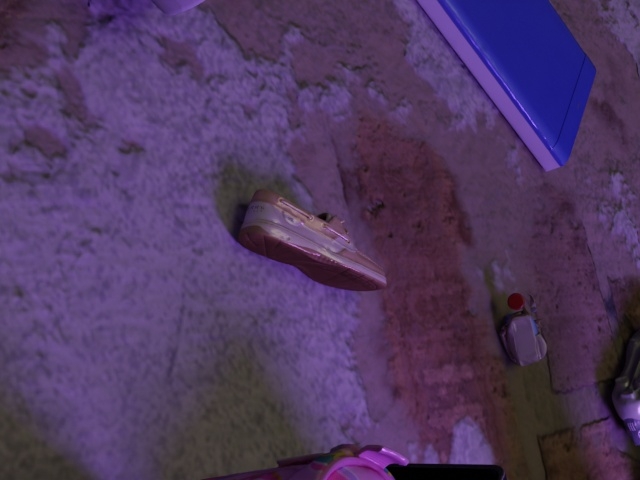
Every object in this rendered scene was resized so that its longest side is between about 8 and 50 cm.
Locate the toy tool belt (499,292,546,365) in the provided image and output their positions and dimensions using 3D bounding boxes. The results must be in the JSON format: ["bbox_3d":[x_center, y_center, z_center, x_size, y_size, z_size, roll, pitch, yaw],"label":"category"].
[{"bbox_3d":[0.229,0.100,1.314,0.051,0.052,0.083,0,76,-80],"label":"toy tool belt"}]

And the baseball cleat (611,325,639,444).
[{"bbox_3d":[0.427,0.183,1.491,0.206,0.072,0.109,-42,121,-43],"label":"baseball cleat"}]

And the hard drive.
[{"bbox_3d":[0.236,-0.271,1.468,0.318,0.040,0.210,48,45,-24],"label":"hard drive"}]

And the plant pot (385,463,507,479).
[{"bbox_3d":[0.068,0.310,0.954,0.188,0.187,0.167,-54,127,-45],"label":"plant pot"}]

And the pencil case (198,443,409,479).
[{"bbox_3d":[-0.065,0.205,0.756,0.124,0.284,0.124,24,58,-45],"label":"pencil case"}]

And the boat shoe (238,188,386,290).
[{"bbox_3d":[0.000,0.000,1.081,0.170,0.063,0.059,27,62,-38],"label":"boat shoe"}]

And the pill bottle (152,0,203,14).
[{"bbox_3d":[-0.181,-0.387,0.912,0.392,0.224,0.224,48,45,-24],"label":"pill bottle"}]
